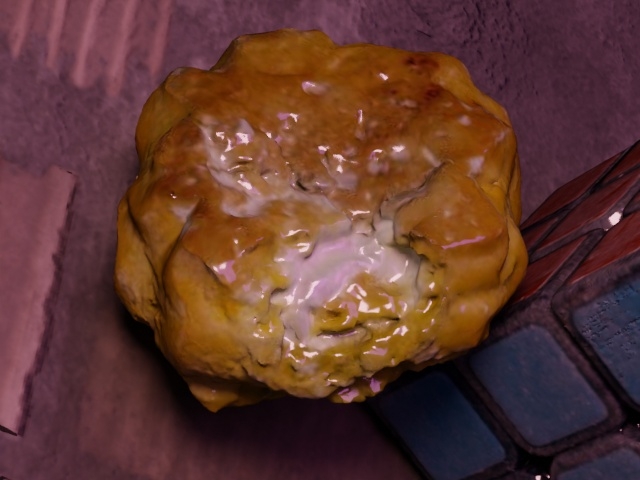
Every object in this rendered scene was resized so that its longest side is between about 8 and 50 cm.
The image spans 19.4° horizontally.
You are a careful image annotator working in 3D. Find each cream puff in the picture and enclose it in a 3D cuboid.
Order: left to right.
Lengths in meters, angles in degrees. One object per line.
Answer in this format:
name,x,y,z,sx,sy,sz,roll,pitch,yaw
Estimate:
cream puff,0.000,0.002,1.183,0.282,0.185,0.282,4,51,-5

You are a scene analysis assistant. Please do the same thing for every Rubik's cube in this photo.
Rubik's cube,0.274,0.093,1.264,0.301,0.305,0.304,51,50,-4
